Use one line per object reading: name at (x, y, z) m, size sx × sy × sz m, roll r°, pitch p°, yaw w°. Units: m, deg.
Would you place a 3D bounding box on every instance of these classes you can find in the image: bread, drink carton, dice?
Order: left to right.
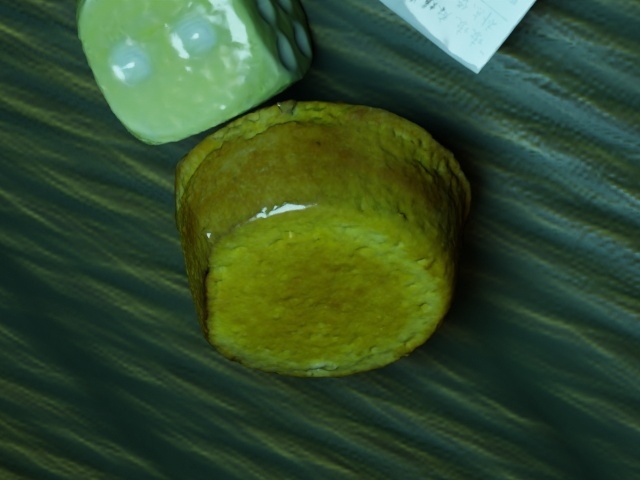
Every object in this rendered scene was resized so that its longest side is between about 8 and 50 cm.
dice at (-0.120, -0.202, 1.494) m, size 0.169 × 0.166 × 0.169 m, roll -21°, pitch 104°, yaw 21°
bread at (0.002, 0.003, 1.497) m, size 0.312 × 0.172 × 0.312 m, roll -1°, pitch 141°, yaw -1°
drink carton at (0.163, -0.283, 1.426) m, size 0.134 × 0.102 × 0.222 m, roll 36°, pitch 114°, yaw -3°
